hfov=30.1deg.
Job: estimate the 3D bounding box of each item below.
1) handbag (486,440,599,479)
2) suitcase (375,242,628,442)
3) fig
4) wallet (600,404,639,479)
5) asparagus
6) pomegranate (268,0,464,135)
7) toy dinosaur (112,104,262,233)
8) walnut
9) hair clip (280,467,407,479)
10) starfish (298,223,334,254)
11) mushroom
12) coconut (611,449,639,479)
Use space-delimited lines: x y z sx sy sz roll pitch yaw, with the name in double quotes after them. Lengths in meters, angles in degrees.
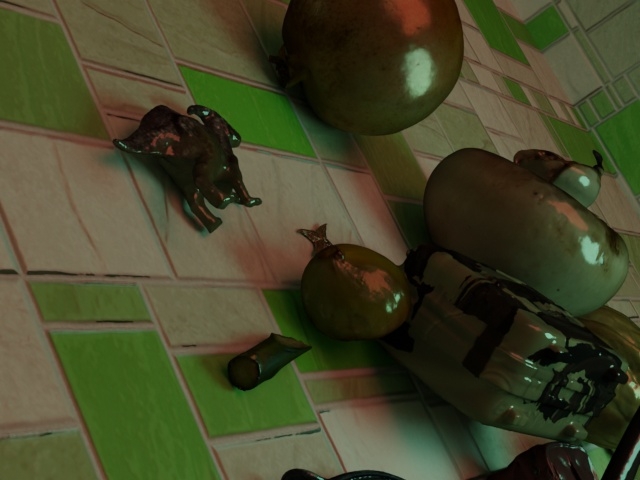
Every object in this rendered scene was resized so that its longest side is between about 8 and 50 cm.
0.335 0.395 1.644 0.146 0.135 0.225 19 44 -46 "handbag"
0.228 0.140 1.691 0.339 0.194 0.351 38 10 38 "suitcase"
0.043 0.068 1.531 0.136 0.121 0.153 27 16 38 "fig"
0.464 0.344 1.814 0.049 0.229 0.182 25 -25 17 "wallet"
-0.053 0.132 1.380 0.045 0.041 0.178 65 24 0 "asparagus"
0.072 -0.315 1.895 0.319 0.319 0.319 41 28 -28 "pomegranate"
-0.148 -0.095 1.457 0.162 0.077 0.294 53 10 5 "toy dinosaur"
0.478 0.228 2.024 0.261 0.225 0.225 46 25 -6 "walnut"
0.048 0.288 1.365 0.275 0.048 0.083 7 49 -60 "hair clip"
0.000 0.000 1.673 0.092 0.016 0.086 32 31 -37 "starfish"
0.352 -0.042 1.966 0.362 0.295 0.362 32 3 -2 "mushroom"
0.594 0.350 2.161 0.153 0.147 0.147 53 24 -13 "coconut"
